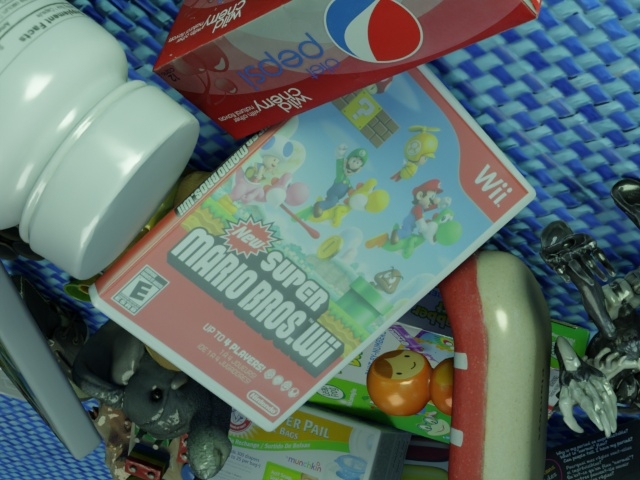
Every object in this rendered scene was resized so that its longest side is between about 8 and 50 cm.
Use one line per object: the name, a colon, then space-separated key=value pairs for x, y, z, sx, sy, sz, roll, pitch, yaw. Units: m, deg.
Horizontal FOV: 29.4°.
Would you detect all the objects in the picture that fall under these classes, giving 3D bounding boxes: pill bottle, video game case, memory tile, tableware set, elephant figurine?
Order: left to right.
video game case: x=-0.333 y=0.022 z=1.116 sx=0.300 sy=0.036 sz=0.329 roll=41 pitch=158 yaw=32
memory tile: x=-0.357 y=-0.024 z=1.252 sx=0.113 sy=0.012 sz=0.148 roll=0 pitch=145 yaw=28
pill bottle: x=-0.233 y=-0.108 z=0.822 sx=0.283 sy=0.160 sz=0.160 roll=37 pitch=150 yaw=4
tableware set: x=-0.201 y=0.077 z=1.327 sx=0.154 sy=0.024 sz=0.104 roll=32 pitch=148 yaw=-24
elephant figurine: x=-0.144 y=0.113 z=1.137 sx=0.169 sy=0.239 sz=0.186 roll=18 pitch=151 yaw=0
video game case: x=0.000 y=0.000 z=0.901 sx=0.285 sy=0.025 sz=0.204 roll=-43 pitch=126 yaw=7

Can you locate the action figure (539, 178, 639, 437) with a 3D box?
action figure: x=0.255 y=0.087 z=0.973 sx=0.164 sy=0.141 sz=0.276 roll=-23 pitch=135 yaw=5

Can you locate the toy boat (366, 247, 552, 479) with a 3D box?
toy boat: x=0.112 y=0.121 z=1.030 sx=0.151 sy=0.231 sz=0.151 roll=3 pitch=-179 yaw=18

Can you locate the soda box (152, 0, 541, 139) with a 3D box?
soda box: x=0.015 y=-0.151 z=0.759 sx=0.263 sy=0.092 sz=0.083 roll=-16 pitch=136 yaw=44

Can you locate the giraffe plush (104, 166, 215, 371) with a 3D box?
giraffe plush: x=-0.115 y=-0.001 z=1.022 sx=0.170 sy=0.210 sz=0.181 roll=19 pitch=137 yaw=34

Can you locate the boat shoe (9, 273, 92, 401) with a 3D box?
boat shoe: x=-0.299 y=0.110 z=1.392 sx=0.073 sy=0.080 sz=0.224 roll=-14 pitch=137 yaw=2

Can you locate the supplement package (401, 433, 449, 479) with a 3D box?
supplement package: x=0.104 y=0.306 z=1.432 sx=0.244 sy=0.139 sz=0.134 roll=1 pitch=147 yaw=25

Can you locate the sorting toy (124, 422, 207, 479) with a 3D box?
sorting toy: x=-0.170 y=0.246 z=1.463 sx=0.132 sy=0.046 sz=0.275 roll=19 pitch=125 yaw=8

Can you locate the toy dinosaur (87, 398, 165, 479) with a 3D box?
toy dinosaur: x=-0.200 y=0.326 z=1.663 sx=0.295 sy=0.127 sz=0.200 roll=21 pitch=118 yaw=-39

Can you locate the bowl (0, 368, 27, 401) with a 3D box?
bowl: x=-0.373 y=0.160 z=1.530 sx=0.142 sy=0.053 sz=0.142 roll=15 pitch=151 yaw=1

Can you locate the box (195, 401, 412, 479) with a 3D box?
box: x=-0.019 y=0.236 z=1.350 sx=0.203 sy=0.114 sz=0.103 roll=13 pitch=176 yaw=25

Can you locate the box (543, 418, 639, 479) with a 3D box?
box: x=0.310 y=0.323 z=1.305 sx=0.163 sy=0.142 sz=0.247 roll=-21 pitch=137 yaw=14

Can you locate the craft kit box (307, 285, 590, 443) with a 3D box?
craft kit box: x=0.112 y=0.126 z=1.213 sx=0.246 sy=0.061 sz=0.250 roll=18 pitch=150 yaw=5
